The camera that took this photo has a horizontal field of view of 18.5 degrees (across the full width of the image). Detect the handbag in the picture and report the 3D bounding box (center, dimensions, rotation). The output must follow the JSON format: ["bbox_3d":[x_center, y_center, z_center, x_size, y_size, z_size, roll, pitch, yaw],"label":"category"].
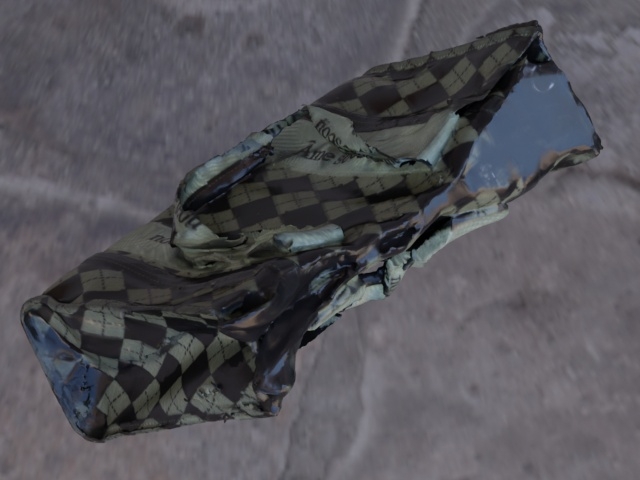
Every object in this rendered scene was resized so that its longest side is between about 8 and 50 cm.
[{"bbox_3d":[0.000,0.000,1.576,0.416,0.316,0.180,-36,104,-29],"label":"handbag"}]
